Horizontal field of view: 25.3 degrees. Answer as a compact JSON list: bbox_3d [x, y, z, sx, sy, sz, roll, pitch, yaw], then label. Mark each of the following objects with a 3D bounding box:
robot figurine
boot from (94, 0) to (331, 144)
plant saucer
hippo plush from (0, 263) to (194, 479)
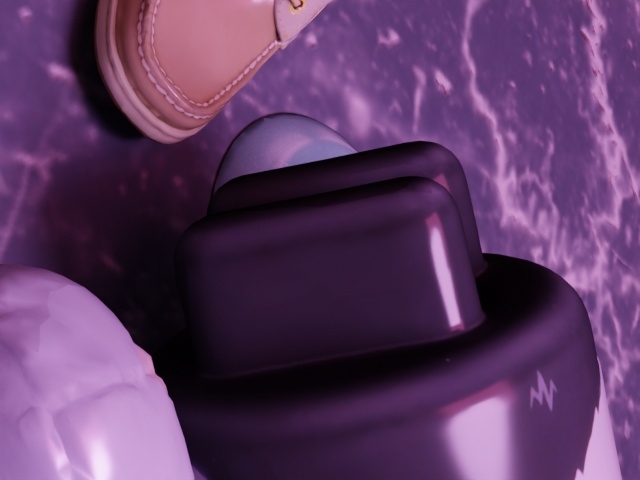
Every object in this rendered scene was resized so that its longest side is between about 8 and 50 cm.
[{"bbox_3d":[0.032,0.108,0.531,0.209,0.173,0.278,-25,107,-40],"label":"robot figurine"},{"bbox_3d":[0.014,-0.132,0.565,0.077,0.165,0.213,54,46,-27],"label":"boot"},{"bbox_3d":[0.000,0.000,0.638,0.119,0.021,0.119,10,76,-48],"label":"plant saucer"},{"bbox_3d":[-0.098,0.117,0.338,0.236,0.234,0.294,-13,93,-49],"label":"hippo plush"}]
